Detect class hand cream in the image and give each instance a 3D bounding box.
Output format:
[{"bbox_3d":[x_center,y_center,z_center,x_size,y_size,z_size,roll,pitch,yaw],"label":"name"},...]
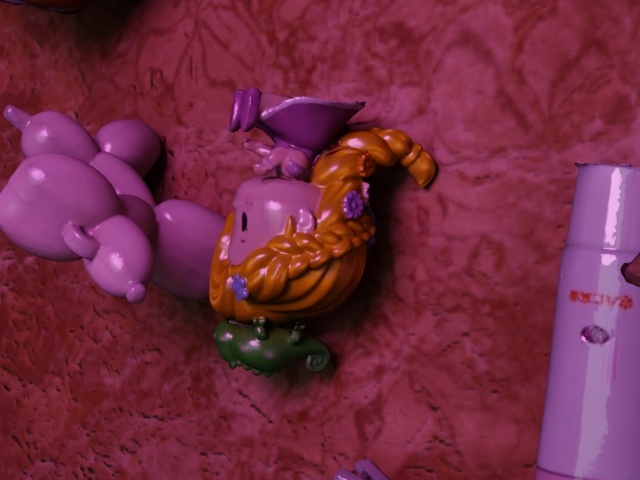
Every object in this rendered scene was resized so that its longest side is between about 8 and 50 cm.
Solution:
[{"bbox_3d":[0.134,0.129,0.652,0.085,0.058,0.331,6,93,17],"label":"hand cream"}]

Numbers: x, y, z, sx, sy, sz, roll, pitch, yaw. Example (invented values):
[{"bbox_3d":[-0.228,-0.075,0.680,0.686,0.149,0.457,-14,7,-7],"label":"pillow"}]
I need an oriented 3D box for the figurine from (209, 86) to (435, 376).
[{"bbox_3d":[0.000,0.000,0.734,0.115,0.095,0.156,8,93,-7],"label":"figurine"}]

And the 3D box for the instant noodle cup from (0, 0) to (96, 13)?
[{"bbox_3d":[-0.165,-0.251,0.795,0.215,0.216,0.172,51,119,26],"label":"instant noodle cup"}]

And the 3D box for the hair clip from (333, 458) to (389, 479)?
[{"bbox_3d":[0.055,0.161,0.707,0.115,0.030,0.039,28,118,33],"label":"hair clip"}]

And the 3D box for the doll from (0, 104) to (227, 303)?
[{"bbox_3d":[-0.119,-0.019,0.756,0.059,0.160,0.161,-50,61,16],"label":"doll"}]

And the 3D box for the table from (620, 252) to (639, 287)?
[{"bbox_3d":[0.252,0.010,0.542,0.227,0.167,0.167,24,97,40],"label":"table"}]
